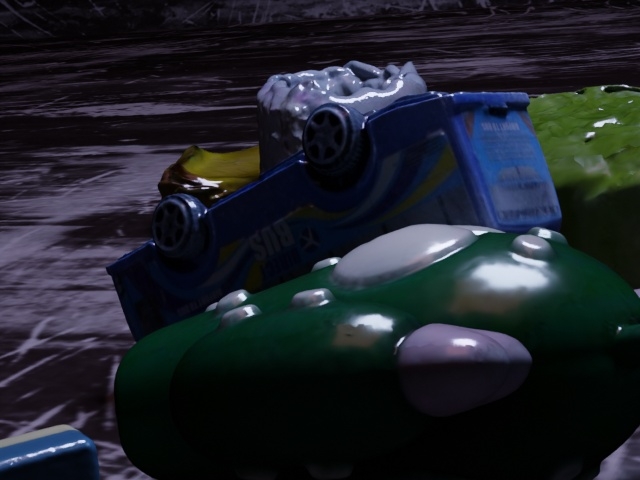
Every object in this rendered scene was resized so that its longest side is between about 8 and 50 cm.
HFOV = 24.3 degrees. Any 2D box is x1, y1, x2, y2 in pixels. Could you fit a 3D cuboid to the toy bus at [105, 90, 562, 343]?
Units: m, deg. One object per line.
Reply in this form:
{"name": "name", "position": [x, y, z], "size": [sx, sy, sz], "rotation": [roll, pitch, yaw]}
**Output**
{"name": "toy bus", "position": [-0.001, 0.002, 0.712], "size": [0.236, 0.094, 0.079], "rotation": [-27, -19, 38]}

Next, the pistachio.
{"name": "pistachio", "position": [-0.073, -0.045, 1.190], "size": [0.089, 0.049, 0.173], "rotation": [21, 21, 27]}

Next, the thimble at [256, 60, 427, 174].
{"name": "thimble", "position": [0.017, -0.070, 1.105], "size": [0.127, 0.118, 0.151], "rotation": [-6, 13, -8]}

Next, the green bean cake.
{"name": "green bean cake", "position": [0.170, -0.013, 0.771], "size": [0.248, 0.125, 0.222], "rotation": [5, 17, 39]}

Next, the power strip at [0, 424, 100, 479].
{"name": "power strip", "position": [-0.138, 0.109, 0.548], "size": [0.123, 0.056, 0.032], "rotation": [-13, 14, -28]}

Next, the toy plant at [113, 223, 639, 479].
{"name": "toy plant", "position": [0.039, 0.052, 0.578], "size": [0.232, 0.112, 0.243], "rotation": [-5, -6, -33]}
